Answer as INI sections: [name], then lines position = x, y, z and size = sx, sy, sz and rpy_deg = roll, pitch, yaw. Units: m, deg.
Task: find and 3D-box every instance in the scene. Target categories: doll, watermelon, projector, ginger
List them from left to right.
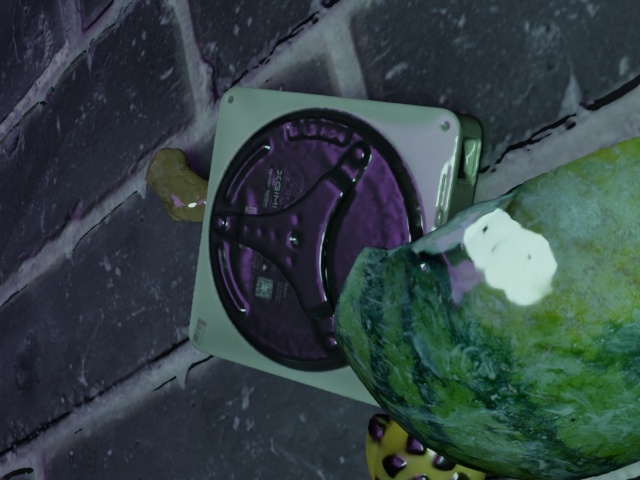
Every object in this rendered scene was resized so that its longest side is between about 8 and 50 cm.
[ginger]
position = -0.083, -0.068, 1.059
size = 0.259, 0.065, 0.149
rpy_deg = 24, 99, 37
[projector]
position = 0.000, 0.000, 0.913
size = 0.259, 0.079, 0.257
rpy_deg = 11, 96, 34
[doll]
position = 0.052, 0.243, 0.861
size = 0.117, 0.086, 0.291
rpy_deg = 35, 117, 10
[watermelon]
position = 0.136, 0.060, 0.705
size = 0.305, 0.180, 0.224
rpy_deg = -29, 105, 26
